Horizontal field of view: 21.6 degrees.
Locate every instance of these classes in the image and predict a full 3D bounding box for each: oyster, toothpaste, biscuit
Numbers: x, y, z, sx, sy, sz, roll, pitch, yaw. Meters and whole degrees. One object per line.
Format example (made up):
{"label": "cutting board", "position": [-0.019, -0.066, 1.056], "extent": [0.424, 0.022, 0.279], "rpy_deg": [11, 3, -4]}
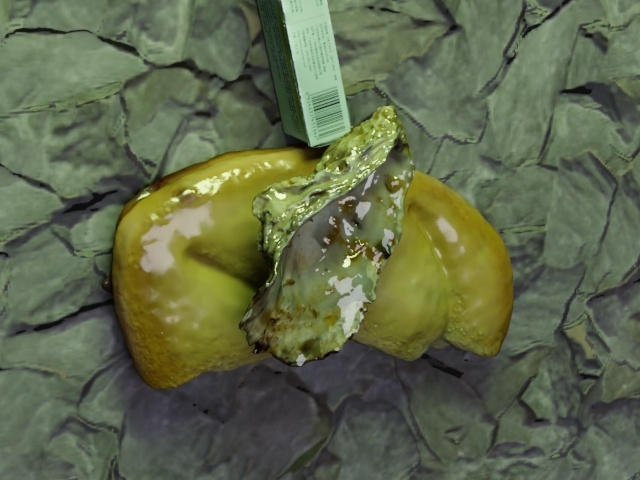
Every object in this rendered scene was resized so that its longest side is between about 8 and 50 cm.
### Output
{"label": "oyster", "position": [0.005, -0.006, 1.048], "extent": [0.105, 0.056, 0.177], "rpy_deg": [23, 91, -43]}
{"label": "toothpaste", "position": [-0.016, -0.141, 1.056], "extent": [0.034, 0.046, 0.164], "rpy_deg": [-20, 112, -21]}
{"label": "biscuit", "position": [0.003, 0.014, 1.110], "extent": [0.299, 0.045, 0.154], "rpy_deg": [-3, 103, -27]}
